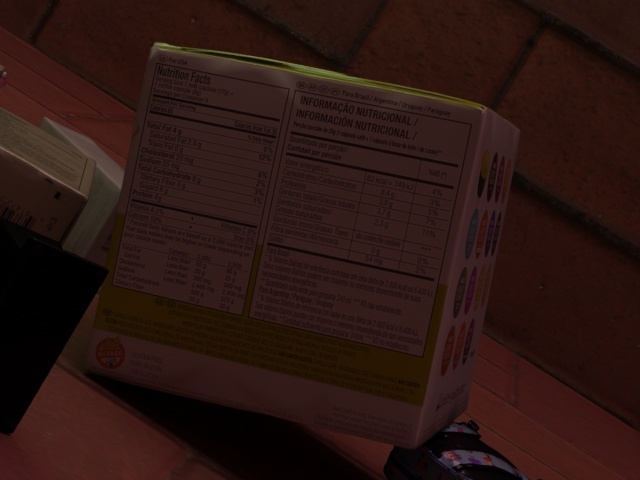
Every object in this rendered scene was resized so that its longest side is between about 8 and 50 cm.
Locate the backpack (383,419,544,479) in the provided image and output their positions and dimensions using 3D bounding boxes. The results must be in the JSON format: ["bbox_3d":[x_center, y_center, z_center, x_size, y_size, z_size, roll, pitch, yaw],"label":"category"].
[{"bbox_3d":[0.141,0.265,1.558,0.158,0.117,0.173,38,9,38],"label":"backpack"}]

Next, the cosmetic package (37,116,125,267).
[{"bbox_3d":[-0.302,-0.053,1.839,0.085,0.117,0.231,25,11,-44],"label":"cosmetic package"}]

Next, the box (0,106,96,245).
[{"bbox_3d":[-0.346,-0.052,1.607,0.149,0.127,0.232,30,7,-12],"label":"box"}]

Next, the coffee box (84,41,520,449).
[{"bbox_3d":[0.000,0.000,1.509,0.338,0.334,0.337,12,3,13],"label":"coffee box"}]

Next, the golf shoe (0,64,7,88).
[{"bbox_3d":[-0.435,-0.156,1.598,0.115,0.140,0.306,44,5,-6],"label":"golf shoe"}]

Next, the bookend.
[{"bbox_3d":[-0.265,0.047,1.181,0.072,0.156,0.157,26,9,-36],"label":"bookend"}]
